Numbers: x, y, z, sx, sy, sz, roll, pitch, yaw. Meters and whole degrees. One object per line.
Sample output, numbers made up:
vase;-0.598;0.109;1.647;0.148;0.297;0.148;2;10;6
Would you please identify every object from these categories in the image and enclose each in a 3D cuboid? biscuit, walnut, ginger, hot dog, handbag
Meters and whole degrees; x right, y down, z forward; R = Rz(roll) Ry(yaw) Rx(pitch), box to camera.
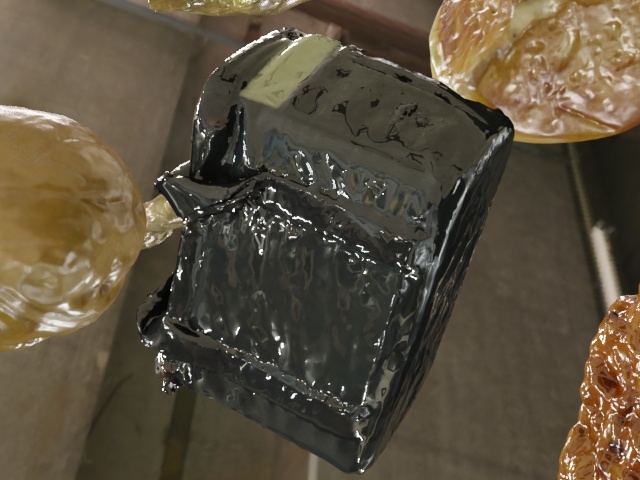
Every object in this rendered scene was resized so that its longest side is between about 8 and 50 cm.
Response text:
biscuit;0.406;0.204;1.086;0.110;0.312;0.318;7;-169;-33
walnut;-0.240;-0.009;0.801;0.195;0.195;0.221;38;-168;12
ginger;-0.084;-0.350;1.313;0.270;0.123;0.219;5;-152;1
hot dog;0.291;-0.242;0.904;0.223;0.405;0.185;25;-145;-26
handbag;0.000;0.000;0.647;0.181;0.254;0.181;24;-146;14
ginger;-0.245;0.007;1.270;0.075;0.288;0.089;61;-151;7
